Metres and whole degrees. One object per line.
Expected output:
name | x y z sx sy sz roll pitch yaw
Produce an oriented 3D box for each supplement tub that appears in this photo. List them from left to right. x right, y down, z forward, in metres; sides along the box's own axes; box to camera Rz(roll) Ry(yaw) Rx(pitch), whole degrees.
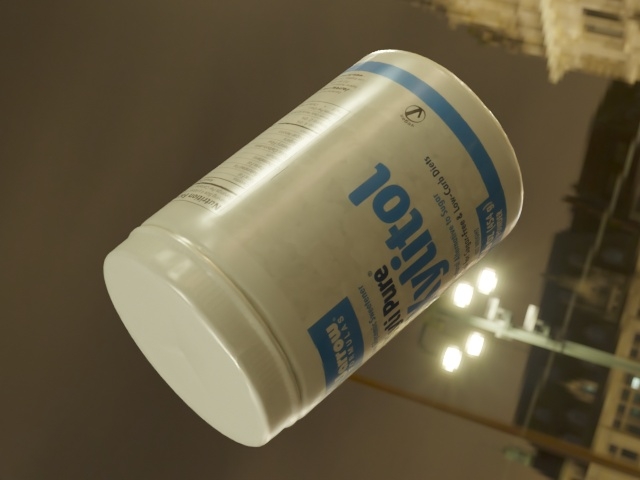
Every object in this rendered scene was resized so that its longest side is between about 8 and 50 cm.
supplement tub | 0.000 0.000 0.373 0.107 0.071 0.071 -40 -38 -24
